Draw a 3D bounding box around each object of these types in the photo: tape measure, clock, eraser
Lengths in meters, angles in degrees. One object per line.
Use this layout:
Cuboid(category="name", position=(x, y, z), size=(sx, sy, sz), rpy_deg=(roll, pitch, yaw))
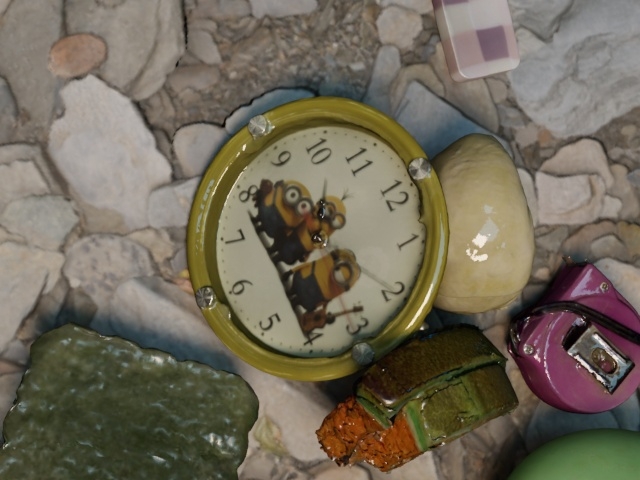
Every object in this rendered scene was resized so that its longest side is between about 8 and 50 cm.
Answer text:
Cuboid(category="tape measure", position=(0.234, 0.094, 0.970), size=(0.125, 0.074, 0.118), rpy_deg=(41, 79, -7))
Cuboid(category="clock", position=(0.000, 0.000, 0.882), size=(0.237, 0.057, 0.237), rpy_deg=(-4, 80, 25))
Cuboid(category="eraser", position=(0.141, -0.201, 0.983), size=(0.065, 0.026, 0.105), rpy_deg=(-16, 92, -12))

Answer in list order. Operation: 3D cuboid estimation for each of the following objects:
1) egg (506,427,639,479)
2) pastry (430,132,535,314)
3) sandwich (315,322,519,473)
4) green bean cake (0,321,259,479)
Cuboid(category="egg", position=(0.266, 0.282, 0.893), size=(0.270, 0.220, 0.220), rpy_deg=(43, 78, 3))
Cuboid(category="pastry", position=(0.125, -0.012, 0.909), size=(0.092, 0.156, 0.156), rpy_deg=(-1, 88, -9))
Cuboid(category="sandwich", position=(0.084, 0.138, 0.864), size=(0.159, 0.235, 0.079), rpy_deg=(-38, 72, 4))
Cuboid(category="green bean cake", position=(-0.159, 0.174, 0.835), size=(0.185, 0.094, 0.183), rpy_deg=(20, 65, -12))
